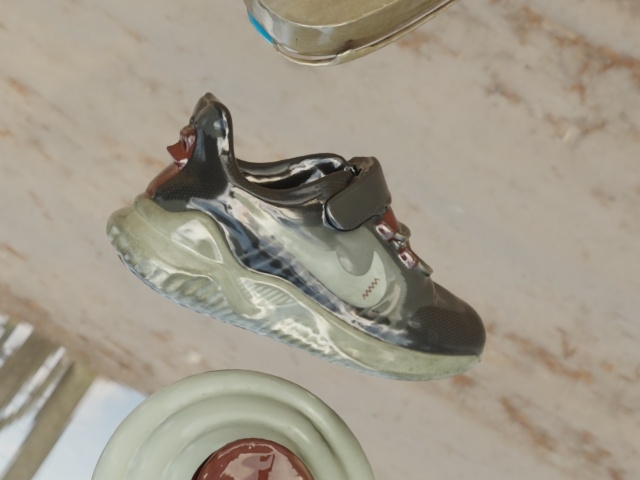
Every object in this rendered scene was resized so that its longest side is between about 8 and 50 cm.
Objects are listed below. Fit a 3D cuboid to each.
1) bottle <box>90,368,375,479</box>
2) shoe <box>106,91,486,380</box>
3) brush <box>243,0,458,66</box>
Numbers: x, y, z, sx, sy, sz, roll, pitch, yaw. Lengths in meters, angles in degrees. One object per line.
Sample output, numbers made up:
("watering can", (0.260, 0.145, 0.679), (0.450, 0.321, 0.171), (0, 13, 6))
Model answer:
("bottle", (-0.039, 0.110, 0.531), (0.104, 0.104, 0.245), (33, 162, -1))
("shoe", (0.000, 0.000, 0.771), (0.227, 0.112, 0.099), (18, -169, -16))
("brush", (0.113, -0.137, 0.502), (0.070, 0.327, 0.065), (54, 159, 19))
